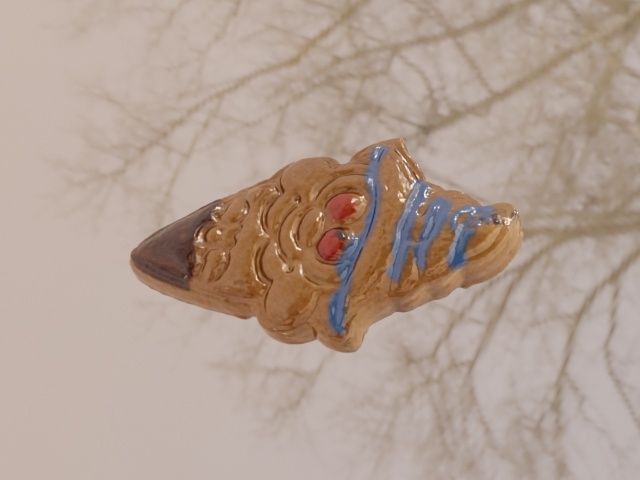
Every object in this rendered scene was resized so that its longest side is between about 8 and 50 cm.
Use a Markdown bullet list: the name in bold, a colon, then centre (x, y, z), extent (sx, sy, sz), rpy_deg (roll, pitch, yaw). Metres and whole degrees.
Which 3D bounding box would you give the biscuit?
- **biscuit**: centre (0.000, 0.000, 1.104), extent (0.043, 0.280, 0.183), rpy_deg (76, -162, -45)
